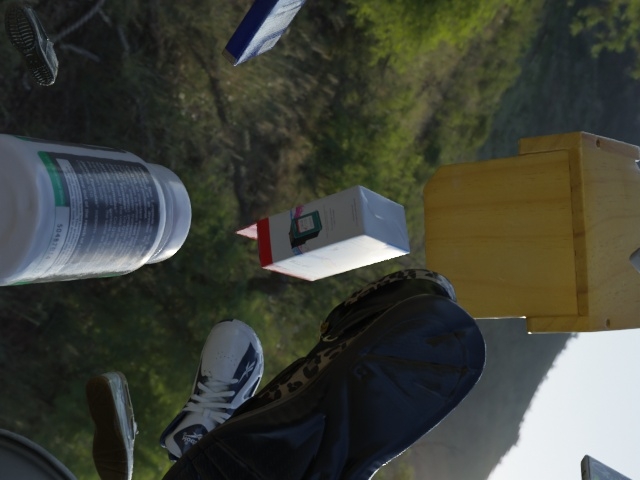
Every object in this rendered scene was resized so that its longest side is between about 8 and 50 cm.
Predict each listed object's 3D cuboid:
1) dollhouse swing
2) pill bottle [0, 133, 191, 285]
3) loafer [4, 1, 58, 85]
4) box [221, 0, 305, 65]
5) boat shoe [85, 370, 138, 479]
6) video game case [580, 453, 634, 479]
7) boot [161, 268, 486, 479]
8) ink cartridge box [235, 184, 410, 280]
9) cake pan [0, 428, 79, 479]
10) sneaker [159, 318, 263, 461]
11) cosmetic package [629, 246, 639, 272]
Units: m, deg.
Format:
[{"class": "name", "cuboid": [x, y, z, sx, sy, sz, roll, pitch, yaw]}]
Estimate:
[{"class": "dollhouse swing", "cuboid": [0.413, 0.000, 1.510, 0.315, 0.304, 0.347, 3, 82, -42]}, {"class": "pill bottle", "cuboid": [-0.363, -0.043, 1.188, 0.204, 0.204, 0.361, -64, 158, 12]}, {"class": "loafer", "cuboid": [-0.488, -0.337, 1.341, 0.050, 0.056, 0.148, -83, 168, -51]}, {"class": "box", "cuboid": [-0.063, -0.390, 1.288, 0.225, 0.036, 0.136, -45, 179, 36]}, {"class": "boat shoe", "cuboid": [-0.226, 0.211, 0.883, 0.045, 0.050, 0.136, -24, 113, -64]}, {"class": "video game case", "cuboid": [0.435, 0.374, 1.044, 0.022, 0.190, 0.173, -65, 171, 18]}, {"class": "boot", "cuboid": [0.008, 0.168, 0.844, 0.377, 0.138, 0.284, -43, 180, 12]}, {"class": "ink cartridge box", "cuboid": [0.000, 0.000, 1.184, 0.134, 0.231, 0.078, 19, 59, -52]}, {"class": "cake pan", "cuboid": [-0.233, 0.273, 0.516, 0.054, 0.293, 0.293, 1, 118, -60]}, {"class": "sneaker", "cuboid": [-0.152, 0.234, 1.089, 0.153, 0.094, 0.235, -67, -179, -62]}, {"class": "cosmetic package", "cuboid": [0.620, -0.082, 0.949, 0.453, 0.161, 0.230, -33, 162, -17]}]
